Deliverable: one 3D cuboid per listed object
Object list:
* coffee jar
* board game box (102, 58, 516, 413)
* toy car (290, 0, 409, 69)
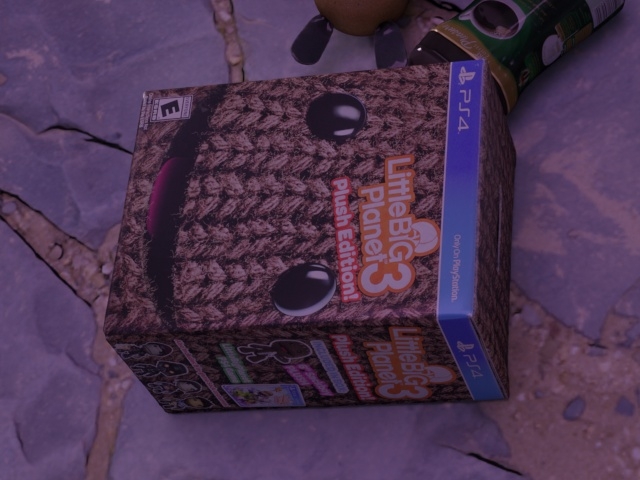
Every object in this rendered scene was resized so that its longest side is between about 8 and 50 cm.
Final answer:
[{"bbox_3d":[0.165,-0.178,1.449,0.184,0.079,0.096,-42,60,-10],"label":"coffee jar"},{"bbox_3d":[0.000,0.000,1.358,0.291,0.141,0.232,-4,59,16],"label":"board game box"},{"bbox_3d":[0.036,-0.238,1.501,0.155,0.149,0.188,8,74,11],"label":"toy car"}]
